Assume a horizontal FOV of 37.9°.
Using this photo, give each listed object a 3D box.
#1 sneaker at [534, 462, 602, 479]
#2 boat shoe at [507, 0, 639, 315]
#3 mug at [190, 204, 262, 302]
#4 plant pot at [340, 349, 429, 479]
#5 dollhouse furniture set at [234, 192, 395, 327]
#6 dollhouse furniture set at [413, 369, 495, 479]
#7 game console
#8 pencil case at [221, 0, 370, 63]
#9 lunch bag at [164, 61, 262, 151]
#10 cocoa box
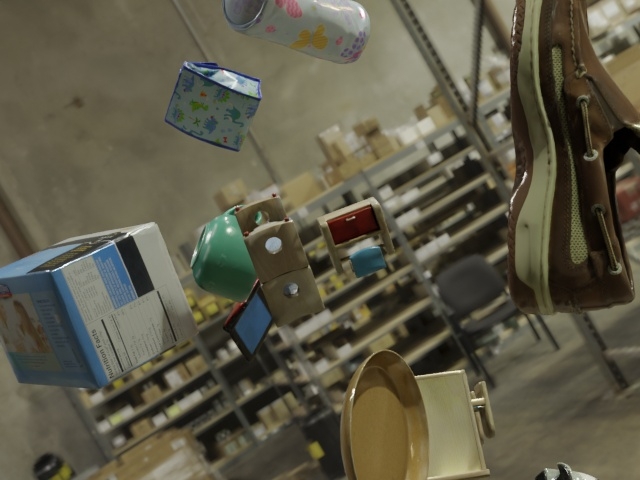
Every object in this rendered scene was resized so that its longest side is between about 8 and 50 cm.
[{"bbox_3d":[0.353,0.482,1.496,0.330,0.146,0.122,-50,28,41],"label":"sneaker"},{"bbox_3d":[0.188,-0.075,0.655,0.095,0.257,0.095,0,-4,25],"label":"boat shoe"},{"bbox_3d":[-0.149,0.019,1.494,0.157,0.097,0.129,-101,33,-67],"label":"mug"},{"bbox_3d":[0.085,0.268,1.264,0.032,0.236,0.236,-10,12,29],"label":"plant pot"},{"bbox_3d":[0.000,0.000,1.193,0.184,0.128,0.129,-21,20,-4],"label":"dollhouse furniture set"},{"bbox_3d":[0.175,0.318,1.486,0.212,0.161,0.242,-7,-21,-6],"label":"dollhouse furniture set"},{"bbox_3d":[-0.109,0.126,1.695,0.124,0.085,0.144,-50,8,40],"label":"game console"},{"bbox_3d":[-0.038,-0.380,1.574,0.273,0.124,0.113,8,-41,-46],"label":"pencil case"},{"bbox_3d":[-0.199,-0.252,1.721,0.096,0.151,0.128,-100,30,-52],"label":"lunch bag"},{"bbox_3d":[-0.440,0.123,1.727,0.228,0.231,0.347,-29,14,-39],"label":"cocoa box"}]
